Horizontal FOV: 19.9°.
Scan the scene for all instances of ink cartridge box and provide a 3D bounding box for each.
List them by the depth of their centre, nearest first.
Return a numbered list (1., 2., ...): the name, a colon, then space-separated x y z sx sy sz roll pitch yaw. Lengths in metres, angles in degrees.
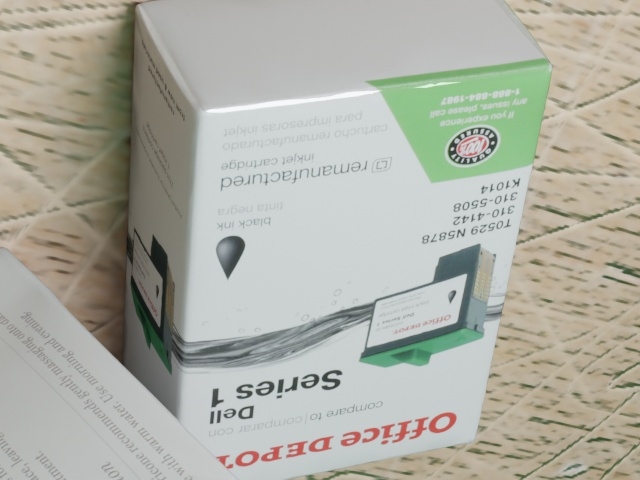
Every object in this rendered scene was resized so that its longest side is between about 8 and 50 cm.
1. ink cartridge box: 0.000 0.000 0.816 0.160 0.092 0.219 -9 130 -19

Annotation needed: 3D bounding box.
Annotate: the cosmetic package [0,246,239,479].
1. cosmetic package: -0.219 0.193 0.724 0.385 0.217 0.156 -31 136 -20
